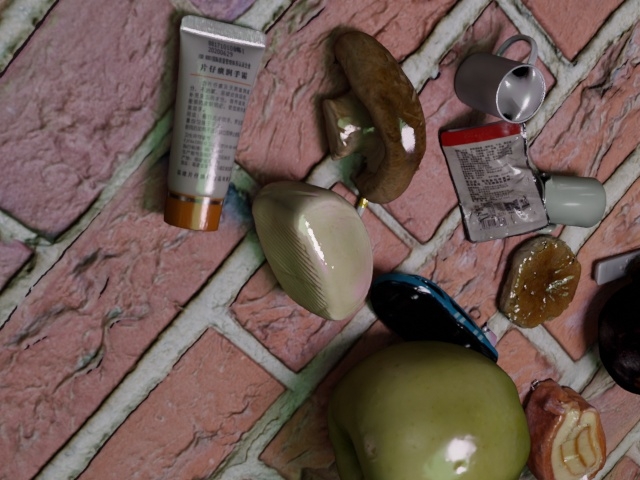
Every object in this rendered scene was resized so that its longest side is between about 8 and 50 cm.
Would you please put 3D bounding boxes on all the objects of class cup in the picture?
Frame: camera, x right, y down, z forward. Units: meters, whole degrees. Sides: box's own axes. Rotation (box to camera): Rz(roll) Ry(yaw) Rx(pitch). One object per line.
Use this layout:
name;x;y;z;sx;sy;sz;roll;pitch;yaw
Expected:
cup;0.317;-0.272;1.548;0.136;0.133;0.099;-39;121;-8

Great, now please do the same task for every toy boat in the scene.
toy boat;0.212;0.133;1.686;0.299;0.134;0.092;44;50;-31

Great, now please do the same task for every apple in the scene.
apple;0.189;0.337;1.600;0.357;0.357;0.357;-10;114;-23

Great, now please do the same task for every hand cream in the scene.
hand cream;-0.173;-0.172;1.370;0.140;0.089;0.314;9;101;-31

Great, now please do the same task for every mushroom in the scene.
mushroom;0.101;-0.187;1.450;0.156;0.151;0.285;-18;112;-17

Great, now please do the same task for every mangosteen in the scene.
mangosteen;0.704;0.168;1.873;0.275;0.275;0.302;42;53;-33

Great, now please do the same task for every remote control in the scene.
remote control;0.640;0.047;1.906;0.184;0.027;0.050;-14;117;-27

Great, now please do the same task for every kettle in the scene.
kettle;0.443;-0.073;1.728;0.148;0.127;0.098;3;77;-25

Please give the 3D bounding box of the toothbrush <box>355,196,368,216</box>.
toothbrush;0.080;-0.079;1.570;0.021;0.024;0.288;18;101;-28

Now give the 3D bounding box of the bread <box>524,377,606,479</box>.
bread;0.509;0.412;1.928;0.190;0.123;0.244;-30;119;-12

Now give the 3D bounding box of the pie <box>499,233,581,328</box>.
pie;0.437;0.083;1.804;0.195;0.046;0.195;-11;114;-24

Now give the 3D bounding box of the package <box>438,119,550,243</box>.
package;0.311;-0.103;1.627;0.154;0.030;0.239;-10;123;20

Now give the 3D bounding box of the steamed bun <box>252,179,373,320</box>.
steamed bun;0.000;0.000;1.484;0.152;0.170;0.238;-36;125;-28
